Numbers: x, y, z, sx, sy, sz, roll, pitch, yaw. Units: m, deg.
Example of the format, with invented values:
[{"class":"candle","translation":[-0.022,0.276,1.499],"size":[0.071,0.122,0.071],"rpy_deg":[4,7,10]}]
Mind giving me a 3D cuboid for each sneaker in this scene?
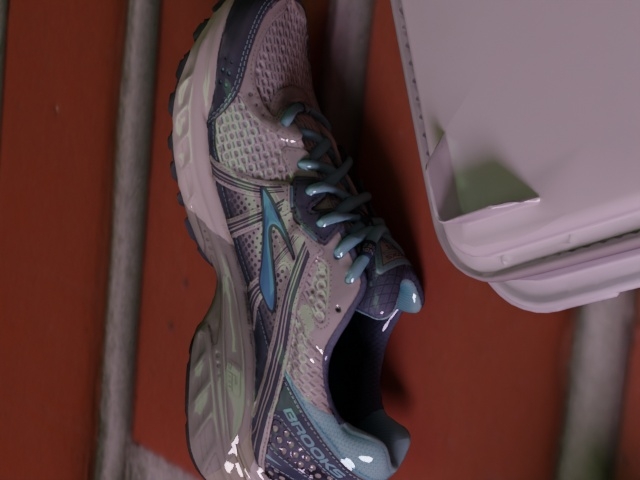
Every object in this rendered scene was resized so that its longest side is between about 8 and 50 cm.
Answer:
[{"class":"sneaker","translation":[0.000,0.000,0.859],"size":[0.122,0.110,0.283],"rpy_deg":[-2,93,34]}]

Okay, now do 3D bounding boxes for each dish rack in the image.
[{"class":"dish rack","translation":[0.136,-0.128,0.681],"size":[0.333,0.072,0.285],"rpy_deg":[-19,77,50]}]
